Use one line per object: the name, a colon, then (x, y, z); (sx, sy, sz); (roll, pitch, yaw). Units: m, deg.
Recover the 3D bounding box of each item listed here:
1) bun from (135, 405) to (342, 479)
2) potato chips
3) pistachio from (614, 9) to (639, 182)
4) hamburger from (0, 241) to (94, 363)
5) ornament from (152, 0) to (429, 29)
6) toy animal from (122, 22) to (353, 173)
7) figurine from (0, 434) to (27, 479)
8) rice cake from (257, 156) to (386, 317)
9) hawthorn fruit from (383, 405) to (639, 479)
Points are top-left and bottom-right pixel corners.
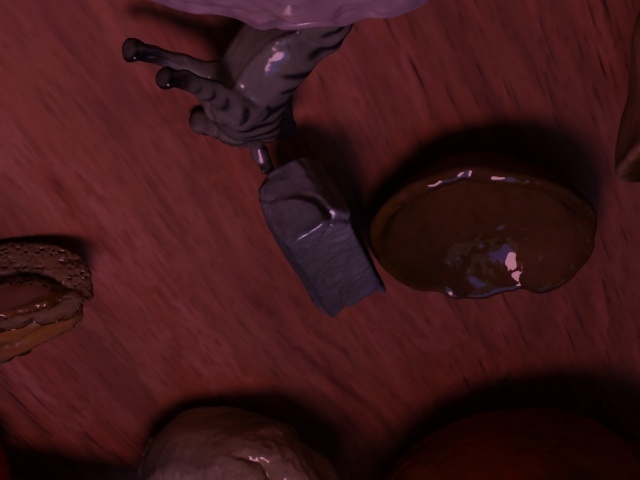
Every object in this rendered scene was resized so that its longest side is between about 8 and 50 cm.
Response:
bun: (-0.065, 0.236, 1.671); (0.220, 0.134, 0.220); (23, 147, 16)
potato chips: (0.136, -0.019, 1.417); (0.208, 0.062, 0.195); (14, 145, -31)
pistachio: (0.322, -0.108, 1.198); (0.238, 0.229, 0.321); (-33, 163, -24)
hamburger: (-0.273, 0.056, 1.428); (0.176, 0.087, 0.102); (-14, 159, -7)
ornament: (-0.023, -0.267, 0.805); (0.337, 0.337, 0.337); (-6, 145, -4)
toy animal: (-0.038, -0.129, 1.217); (0.217, 0.073, 0.176); (-41, 149, 29)
figurine: (-0.308, 0.339, 1.653); (0.261, 0.211, 0.269); (29, 135, -16)
rice cake: (0.000, 0.000, 1.378); (0.063, 0.069, 0.206); (-31, 159, -2)
hawthorn fruit: (0.195, 0.389, 1.716); (0.472, 0.471, 0.472); (-6, 145, -4)
